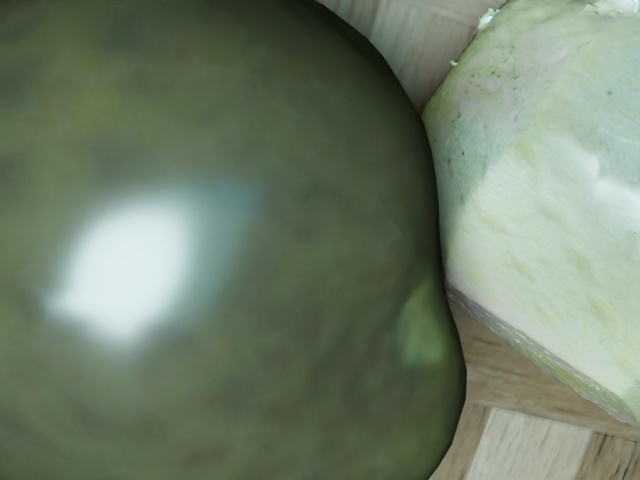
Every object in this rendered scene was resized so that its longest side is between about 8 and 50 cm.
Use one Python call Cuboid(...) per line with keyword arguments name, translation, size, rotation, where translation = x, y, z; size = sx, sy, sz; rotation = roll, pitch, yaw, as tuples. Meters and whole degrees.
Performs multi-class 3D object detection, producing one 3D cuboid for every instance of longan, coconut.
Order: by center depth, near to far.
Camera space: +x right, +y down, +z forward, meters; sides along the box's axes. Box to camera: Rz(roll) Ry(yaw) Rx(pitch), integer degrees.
Cuboid(name="longan", translation=(-0.089, 0.019, 0.518), size=(0.404, 0.336, 0.405), rotation=(17, 128, 23))
Cuboid(name="coconut", translation=(0.256, -0.028, 0.585), size=(0.352, 0.352, 0.353), rotation=(-2, 104, -8))
